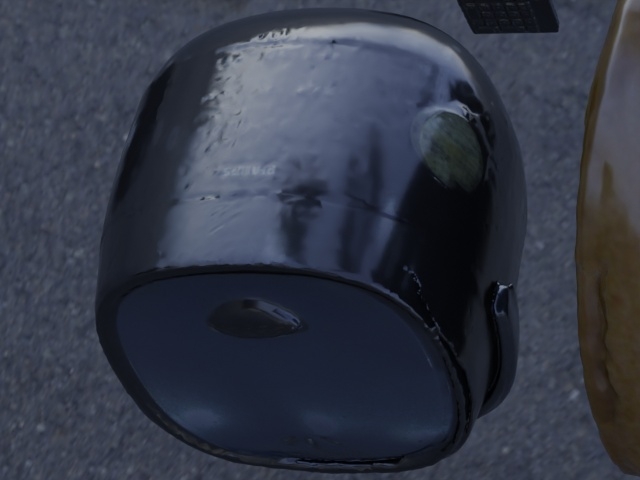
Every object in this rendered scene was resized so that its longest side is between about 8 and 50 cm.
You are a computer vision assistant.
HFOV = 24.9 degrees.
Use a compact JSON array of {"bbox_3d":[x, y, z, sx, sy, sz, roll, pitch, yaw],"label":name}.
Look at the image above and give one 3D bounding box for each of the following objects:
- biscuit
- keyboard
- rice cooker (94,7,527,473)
[{"bbox_3d":[0.218,-0.032,0.789,0.070,0.350,0.394,7,23,28],"label":"biscuit"},{"bbox_3d":[0.150,-0.280,1.342,0.101,0.310,0.018,2,65,22],"label":"keyboard"},{"bbox_3d":[0.000,0.000,0.869,0.267,0.267,0.224,20,51,-11],"label":"rice cooker"}]
